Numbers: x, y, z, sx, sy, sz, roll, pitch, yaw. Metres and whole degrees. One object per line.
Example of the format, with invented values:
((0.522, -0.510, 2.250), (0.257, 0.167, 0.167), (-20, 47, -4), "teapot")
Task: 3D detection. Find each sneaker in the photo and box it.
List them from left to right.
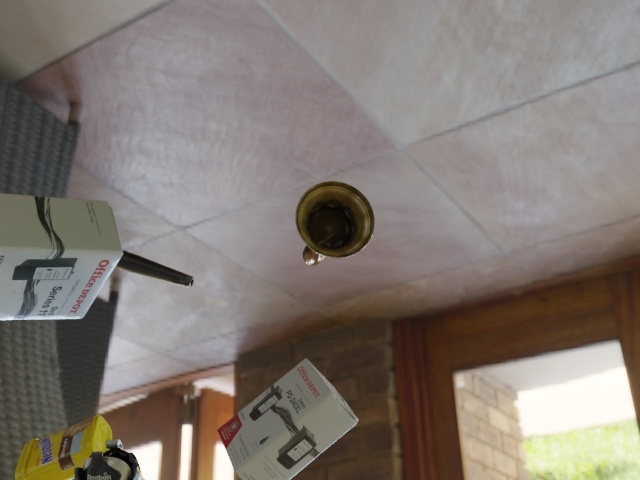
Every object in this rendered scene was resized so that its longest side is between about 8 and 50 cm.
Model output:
((-0.275, 0.348, 1.065), (0.094, 0.235, 0.153), (-2, 117, 10), "sneaker")

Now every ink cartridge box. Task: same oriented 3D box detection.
((-0.363, 0.022, 1.014), (0.209, 0.086, 0.153), (2, 141, -38), "ink cartridge box")
((-0.042, 0.230, 1.053), (0.150, 0.109, 0.063), (-39, 114, -4), "ink cartridge box")

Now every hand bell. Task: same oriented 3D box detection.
((0.000, 0.000, 1.419), (0.126, 0.126, 0.242), (3, 163, -11), "hand bell")

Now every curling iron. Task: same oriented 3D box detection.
((-0.312, 0.013, 1.297), (0.274, 0.068, 0.035), (24, -171, 20), "curling iron")

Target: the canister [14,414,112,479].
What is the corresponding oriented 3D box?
((-0.511, 0.429, 1.700), (0.170, 0.126, 0.073), (-24, 117, 7), "canister")
